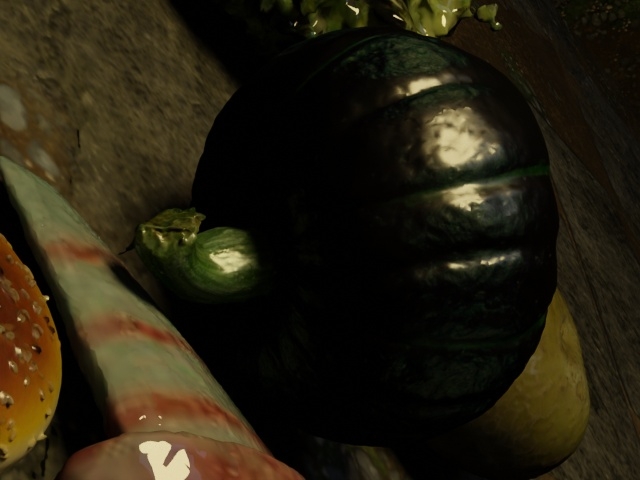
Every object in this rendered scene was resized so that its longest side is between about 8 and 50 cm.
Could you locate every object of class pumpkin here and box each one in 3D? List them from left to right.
[{"bbox_3d":[0.000,0.000,0.656,0.248,0.248,0.248,44,27,-29],"label":"pumpkin"}]

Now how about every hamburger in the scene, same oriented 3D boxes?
[{"bbox_3d":[-0.164,0.034,0.442,0.141,0.081,0.126,42,28,-16],"label":"hamburger"}]

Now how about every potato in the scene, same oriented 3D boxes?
[{"bbox_3d":[0.103,0.062,0.853,0.251,0.159,0.174,47,0,-3],"label":"potato"}]

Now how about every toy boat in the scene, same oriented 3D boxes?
[{"bbox_3d":[-0.089,0.076,0.575,0.282,0.096,0.206,56,13,29],"label":"toy boat"}]

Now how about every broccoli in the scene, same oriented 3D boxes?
[{"bbox_3d":[0.034,-0.286,0.991,0.293,0.281,0.348,43,27,-28],"label":"broccoli"}]
